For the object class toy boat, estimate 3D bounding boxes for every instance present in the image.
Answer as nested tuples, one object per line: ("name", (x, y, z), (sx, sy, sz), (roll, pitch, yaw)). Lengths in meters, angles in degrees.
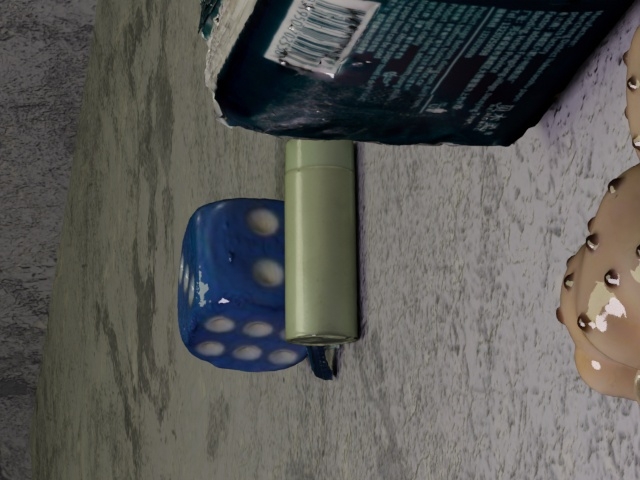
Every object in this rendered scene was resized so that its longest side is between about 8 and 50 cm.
("toy boat", (0.003, 0.103, 1.832), (0.038, 0.038, 0.083), (-120, 18, -63))

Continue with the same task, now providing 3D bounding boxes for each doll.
("doll", (0.209, -0.042, 0.988), (0.154, 0.119, 0.278), (-155, 78, -73))

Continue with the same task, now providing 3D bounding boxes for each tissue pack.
("tissue pack", (0.082, -0.251, 1.162), (0.416, 0.264, 0.253), (124, 146, -63))

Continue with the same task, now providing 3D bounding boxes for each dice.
("dice", (-0.072, 0.045, 1.912), (0.146, 0.143, 0.146), (113, 158, -54))

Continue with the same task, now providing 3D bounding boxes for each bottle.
("bottle", (0.000, 0.000, 1.785), (0.072, 0.072, 0.201), (145, 126, -71))
